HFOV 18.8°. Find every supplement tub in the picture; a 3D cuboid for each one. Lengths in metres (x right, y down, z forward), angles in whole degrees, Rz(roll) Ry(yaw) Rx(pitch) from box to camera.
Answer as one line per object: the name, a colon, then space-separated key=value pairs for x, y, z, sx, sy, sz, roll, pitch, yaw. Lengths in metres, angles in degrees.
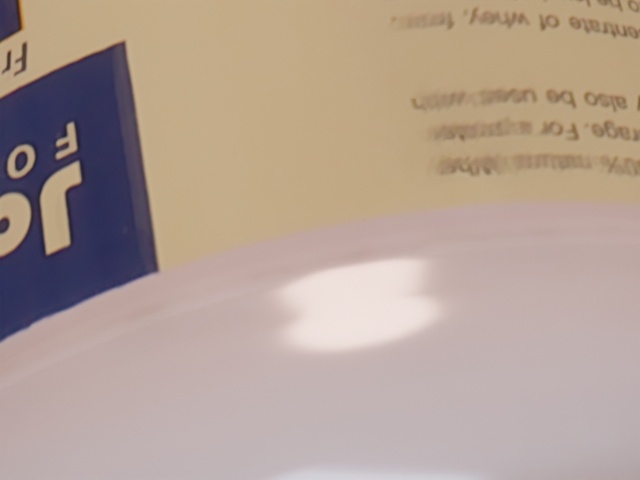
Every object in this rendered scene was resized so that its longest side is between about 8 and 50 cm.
supplement tub: x=0.000 y=0.000 z=0.446 sx=0.235 sy=0.325 sz=0.235 roll=-9 pitch=148 yaw=-5
